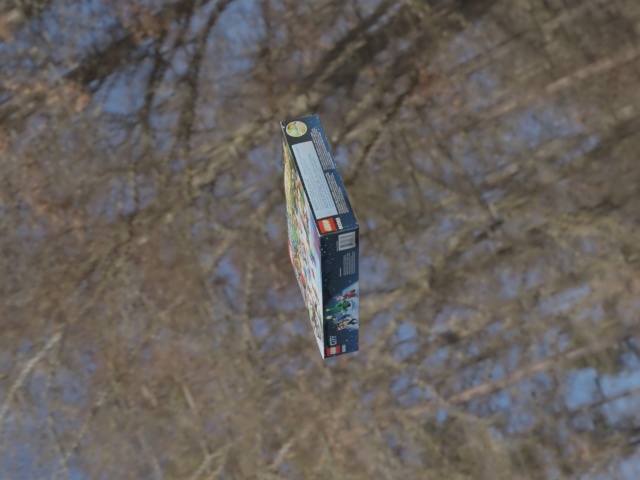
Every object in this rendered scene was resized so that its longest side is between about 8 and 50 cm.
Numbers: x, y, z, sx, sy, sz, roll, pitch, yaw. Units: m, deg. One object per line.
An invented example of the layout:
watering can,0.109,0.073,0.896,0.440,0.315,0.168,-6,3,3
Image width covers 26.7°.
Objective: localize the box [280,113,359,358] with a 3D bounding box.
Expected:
box,0.000,0.000,1.468,0.233,0.044,0.159,88,166,-53
